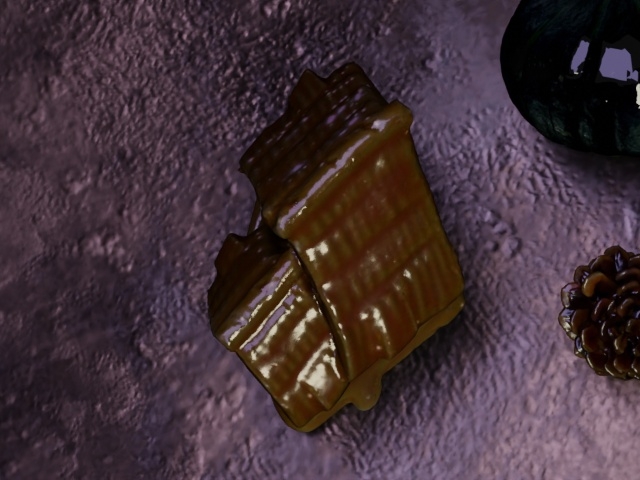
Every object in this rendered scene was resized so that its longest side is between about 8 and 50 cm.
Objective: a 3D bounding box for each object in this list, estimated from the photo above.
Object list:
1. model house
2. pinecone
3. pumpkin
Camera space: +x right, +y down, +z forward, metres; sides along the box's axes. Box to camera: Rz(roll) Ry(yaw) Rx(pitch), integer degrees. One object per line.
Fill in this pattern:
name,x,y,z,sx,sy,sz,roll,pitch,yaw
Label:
model house,0.000,0.001,1.426,0.199,0.229,0.219,-33,69,0
pinecone,0.229,0.059,1.410,0.102,0.102,0.109,-44,34,2
pumpkin,0.228,-0.135,1.421,0.194,0.194,0.150,-20,100,11
